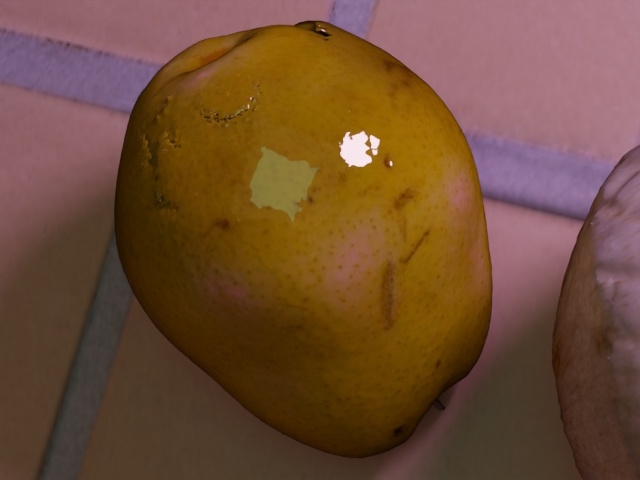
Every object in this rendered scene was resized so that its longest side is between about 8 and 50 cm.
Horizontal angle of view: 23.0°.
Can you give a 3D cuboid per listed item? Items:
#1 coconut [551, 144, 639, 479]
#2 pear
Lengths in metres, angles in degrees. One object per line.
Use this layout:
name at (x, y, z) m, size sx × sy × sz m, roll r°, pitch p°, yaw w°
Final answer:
coconut at (0.371, 0.072, 1.057) m, size 0.415 × 0.344 × 0.415 m, roll 5°, pitch 98°, yaw 33°
pear at (-0.012, -0.003, 1.216) m, size 0.285 × 0.285 × 0.336 m, roll 0°, pitch 118°, yaw 12°
